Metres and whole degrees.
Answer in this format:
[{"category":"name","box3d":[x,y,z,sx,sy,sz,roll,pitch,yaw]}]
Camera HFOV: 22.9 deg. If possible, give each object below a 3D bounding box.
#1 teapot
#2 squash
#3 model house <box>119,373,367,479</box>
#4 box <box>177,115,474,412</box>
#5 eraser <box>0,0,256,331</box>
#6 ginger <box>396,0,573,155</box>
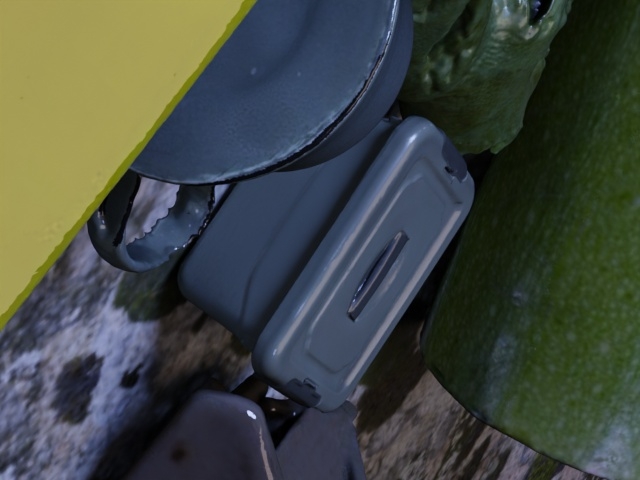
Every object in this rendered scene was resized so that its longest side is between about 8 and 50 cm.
[{"category":"teapot","box3d":[-0.033,-0.090,0.715,0.239,0.162,0.149,-61,165,5]},{"category":"squash","box3d":[0.250,-0.048,1.095,0.263,0.263,0.384,-12,127,-55]},{"category":"model house","box3d":[-0.060,0.176,0.972,0.229,0.122,0.188,-53,169,21]},{"category":"box","box3d":[0.000,0.000,0.908,0.172,0.093,0.124,-56,152,-6]},{"category":"eraser","box3d":[-0.139,-0.068,0.568,0.158,0.069,0.226,41,82,-32]},{"category":"ginger","box3d":[0.083,-0.142,0.895,0.137,0.089,0.290,-21,153,9]}]
